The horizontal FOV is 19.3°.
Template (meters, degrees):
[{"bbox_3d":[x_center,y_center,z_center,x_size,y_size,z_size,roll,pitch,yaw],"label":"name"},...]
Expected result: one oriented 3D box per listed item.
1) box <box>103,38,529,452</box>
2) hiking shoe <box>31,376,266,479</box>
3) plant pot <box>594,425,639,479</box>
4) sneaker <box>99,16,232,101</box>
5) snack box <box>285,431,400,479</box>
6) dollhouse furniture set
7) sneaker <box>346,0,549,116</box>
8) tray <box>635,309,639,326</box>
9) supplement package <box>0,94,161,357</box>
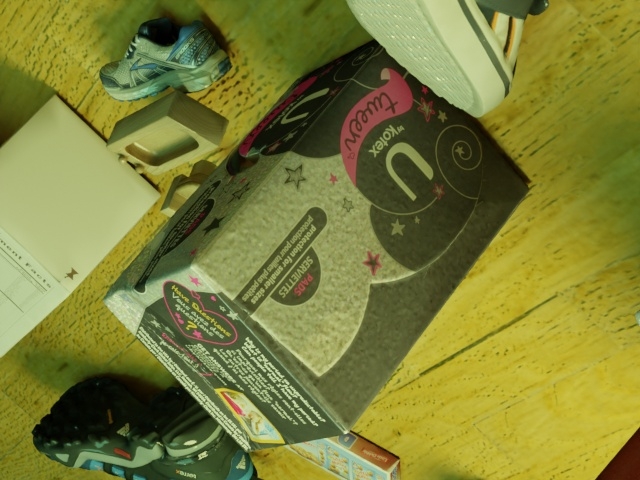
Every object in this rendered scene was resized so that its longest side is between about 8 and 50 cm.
[{"bbox_3d":[0.000,0.000,1.310,0.163,0.247,0.142,48,148,-14],"label":"box"},{"bbox_3d":[-0.192,0.227,1.983,0.304,0.113,0.132,0,132,49],"label":"hiking shoe"},{"bbox_3d":[0.256,0.229,1.198,0.272,0.265,0.272,42,157,22],"label":"plant pot"},{"bbox_3d":[-0.127,-0.147,1.469,0.135,0.052,0.058,-5,119,42],"label":"sneaker"},{"bbox_3d":[-0.003,0.193,1.811,0.178,0.022,0.064,27,148,22],"label":"snack box"},{"bbox_3d":[-0.091,-0.020,1.472,0.151,0.123,0.144,30,156,-23],"label":"dollhouse furniture set"},{"bbox_3d":[0.085,-0.173,1.121,0.126,0.127,0.321,39,176,14],"label":"sneaker"},{"bbox_3d":[0.349,0.093,1.259,0.270,0.030,0.145,-1,132,50],"label":"tray"},{"bbox_3d":[-0.271,-0.008,1.729,0.139,0.134,0.244,44,151,-7],"label":"supplement package"}]
